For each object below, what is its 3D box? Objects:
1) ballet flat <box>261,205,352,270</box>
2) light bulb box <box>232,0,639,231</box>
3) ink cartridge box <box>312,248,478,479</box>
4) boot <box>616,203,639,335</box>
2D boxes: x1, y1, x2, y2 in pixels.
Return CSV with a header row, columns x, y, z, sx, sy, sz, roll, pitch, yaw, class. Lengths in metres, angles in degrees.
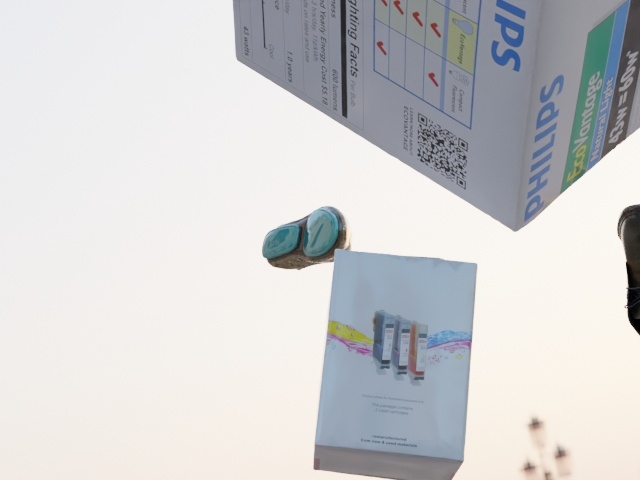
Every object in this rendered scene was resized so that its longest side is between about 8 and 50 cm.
x,y,z,sx,sy,sz,roll,pitch,yaw,class
0.000,0.000,1.822,0.067,0.073,0.206,15,-10,-26,ballet flat
0.115,-0.266,1.308,0.225,0.361,0.358,-37,-34,-30,light bulb box
0.065,0.111,1.288,0.127,0.176,0.128,7,-19,2,ink cartridge box
0.421,0.045,1.869,0.082,0.106,0.219,-7,-33,19,boot
